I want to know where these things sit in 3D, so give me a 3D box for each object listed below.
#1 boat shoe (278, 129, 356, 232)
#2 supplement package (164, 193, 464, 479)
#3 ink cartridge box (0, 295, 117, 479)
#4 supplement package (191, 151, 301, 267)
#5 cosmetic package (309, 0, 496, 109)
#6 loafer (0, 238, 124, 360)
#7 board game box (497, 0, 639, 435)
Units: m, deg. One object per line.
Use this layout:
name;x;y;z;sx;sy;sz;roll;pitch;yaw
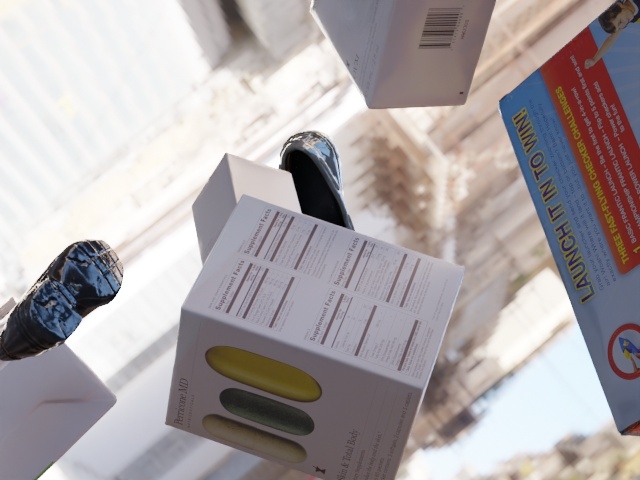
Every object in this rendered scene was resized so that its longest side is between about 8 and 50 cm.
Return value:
boat shoe;0.000;0.000;2.090;0.099;0.116;0.319;-35;115;-74
supplement package;-0.007;0.117;1.576;0.262;0.198;0.199;18;-47;6
ink cartridge box;-0.371;0.181;1.626;0.119;0.207;0.353;49;-12;-16
supplement package;-0.089;-0.008;1.844;0.105;0.105;0.179;16;38;-27
cosmetic package;0.099;-0.314;1.736;0.225;0.138;0.224;-116;-150;-45
loafer;-0.223;0.048;1.219;0.062;0.061;0.170;55;26;-6
board game box;0.300;-0.056;1.055;0.086;0.302;0.308;7;56;-38
